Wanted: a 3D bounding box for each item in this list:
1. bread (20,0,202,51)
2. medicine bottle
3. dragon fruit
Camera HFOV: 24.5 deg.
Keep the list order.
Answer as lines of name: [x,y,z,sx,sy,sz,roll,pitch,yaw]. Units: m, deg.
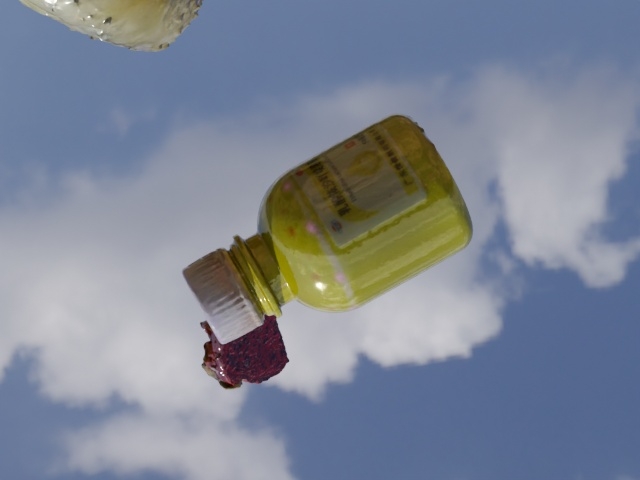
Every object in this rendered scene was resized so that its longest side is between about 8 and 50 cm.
bread: [-0.207,-0.290,1.199,0.159,0.305,0.305,-46,-155,14]
medicine bottle: [0.000,0.000,1.140,0.212,0.122,0.122,-29,-149,-4]
dragon fruit: [-0.108,0.108,1.722,0.083,0.162,0.106,21,-128,29]
